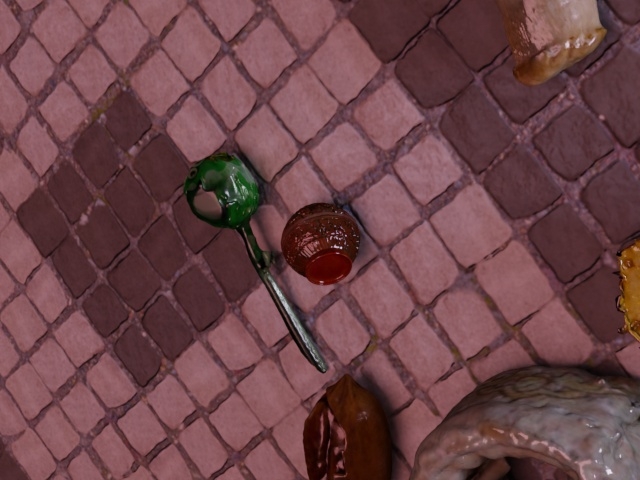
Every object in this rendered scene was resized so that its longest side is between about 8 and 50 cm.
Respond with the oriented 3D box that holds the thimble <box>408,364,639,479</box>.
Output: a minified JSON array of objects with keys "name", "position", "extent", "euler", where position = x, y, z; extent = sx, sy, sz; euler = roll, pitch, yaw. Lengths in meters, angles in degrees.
[{"name":"thimble","position":[0.256,0.286,1.385],"extent":[0.291,0.195,0.291],"euler":[13,113,31]}]

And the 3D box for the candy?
[{"name":"candy","position":[-0.073,0.035,1.607],"extent":[0.097,0.097,0.323],"euler":[-22,101,37]}]

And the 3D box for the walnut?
[{"name":"walnut","position":[0.035,0.268,1.582],"extent":[0.115,0.116,0.207],"euler":[10,111,31]}]

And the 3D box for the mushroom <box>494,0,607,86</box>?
[{"name":"mushroom","position":[0.203,-0.337,1.282],"extent":[0.122,0.095,0.351],"euler":[-14,99,16]}]

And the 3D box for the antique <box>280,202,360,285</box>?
[{"name":"antique","position":[0.000,0.000,1.523],"extent":[0.104,0.104,0.104],"euler":[11,111,31]}]

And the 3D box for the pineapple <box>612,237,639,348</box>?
[{"name":"pineapple","position":[0.407,0.055,1.278],"extent":[0.225,0.076,0.225],"euler":[14,115,31]}]
